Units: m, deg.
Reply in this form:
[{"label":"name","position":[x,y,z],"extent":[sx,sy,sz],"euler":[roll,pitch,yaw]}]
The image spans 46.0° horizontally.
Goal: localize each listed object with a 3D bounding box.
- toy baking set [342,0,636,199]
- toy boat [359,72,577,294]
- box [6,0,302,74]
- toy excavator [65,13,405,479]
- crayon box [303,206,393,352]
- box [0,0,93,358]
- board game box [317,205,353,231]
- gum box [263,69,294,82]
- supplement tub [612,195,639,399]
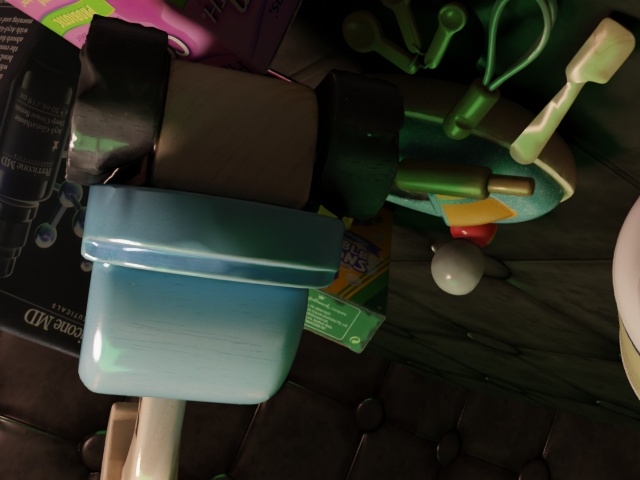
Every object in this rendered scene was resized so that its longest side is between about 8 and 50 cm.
[{"label":"toy baking set","position":[0.115,-0.118,0.624],"extent":[0.256,0.030,0.196],"euler":[13,130,26]},{"label":"toy boat","position":[0.141,-0.049,0.820],"extent":[0.268,0.148,0.318],"euler":[16,166,27]},{"label":"box","position":[-0.169,-0.240,0.635],"extent":[0.243,0.117,0.214],"euler":[31,165,-34]},{"label":"toy excavator","position":[-0.132,0.083,0.666],"extent":[0.223,0.444,0.433],"euler":[10,177,-17]},{"label":"crayon box","position":[0.000,0.000,1.134],"extent":[0.203,0.083,0.322],"euler":[24,-148,-9]},{"label":"box","position":[-0.343,-0.090,0.926],"extent":[0.212,0.395,0.293],"euler":[14,166,35]},{"label":"board game box","position":[-0.028,-0.090,1.071],"extent":[0.181,0.092,0.043],"euler":[25,167,-8]},{"label":"gum box","position":[-0.008,-0.131,0.935],"extent":[0.189,0.062,0.107],"euler":[25,168,-9]},{"label":"supplement tub","position":[0.394,0.073,0.682],"extent":[0.236,0.235,0.325],"euler":[16,166,27]}]
